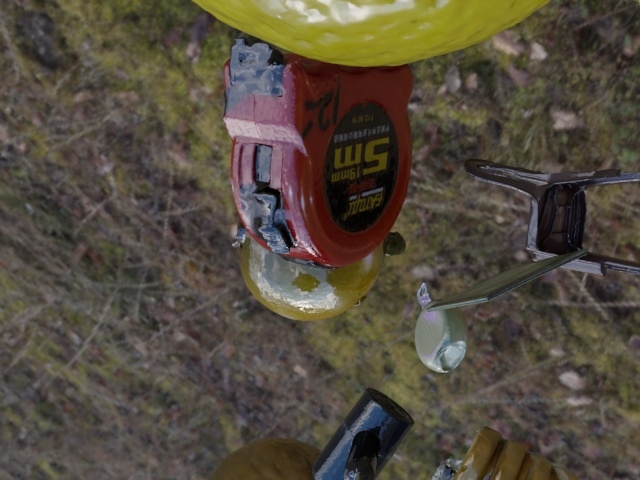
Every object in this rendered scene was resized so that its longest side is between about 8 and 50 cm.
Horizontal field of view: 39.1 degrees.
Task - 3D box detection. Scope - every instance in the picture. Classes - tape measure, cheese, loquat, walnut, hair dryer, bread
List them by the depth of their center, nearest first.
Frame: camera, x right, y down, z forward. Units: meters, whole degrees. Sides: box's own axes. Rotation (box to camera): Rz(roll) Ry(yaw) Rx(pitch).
[{"bbox_3d":[0.043,0.243,0.986,0.071,0.124,0.219,34,-177,3],"label":"hair dryer"},{"bbox_3d":[0.210,0.283,1.000,0.177,0.084,0.119,25,117,11],"label":"bread"},{"bbox_3d":[-0.001,-0.096,1.010,0.114,0.253,0.261,14,109,36],"label":"tape measure"},{"bbox_3d":[-0.051,0.461,1.400,0.332,0.333,0.333,22,140,20],"label":"walnut"},{"bbox_3d":[0.000,0.000,1.772,0.359,0.329,0.328,6,148,-20],"label":"loquat"},{"bbox_3d":[0.236,0.166,1.855,0.064,0.227,0.137,15,121,-22],"label":"cheese"}]

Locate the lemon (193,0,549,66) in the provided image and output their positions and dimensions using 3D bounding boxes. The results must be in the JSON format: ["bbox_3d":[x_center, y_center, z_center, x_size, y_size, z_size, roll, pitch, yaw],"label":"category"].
[{"bbox_3d":[0.030,-0.203,0.397,0.267,0.267,0.267,22,140,20],"label":"lemon"}]

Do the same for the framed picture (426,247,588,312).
[{"bbox_3d":[0.268,0.061,1.329,0.010,0.173,0.231,66,165,2],"label":"framed picture"}]

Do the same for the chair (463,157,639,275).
[{"bbox_3d":[0.412,-0.048,1.632,0.326,0.175,0.183,9,96,48],"label":"chair"}]

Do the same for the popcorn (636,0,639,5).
[{"bbox_3d":[0.562,-0.518,1.531,0.168,0.173,0.195,-37,86,29],"label":"popcorn"}]
